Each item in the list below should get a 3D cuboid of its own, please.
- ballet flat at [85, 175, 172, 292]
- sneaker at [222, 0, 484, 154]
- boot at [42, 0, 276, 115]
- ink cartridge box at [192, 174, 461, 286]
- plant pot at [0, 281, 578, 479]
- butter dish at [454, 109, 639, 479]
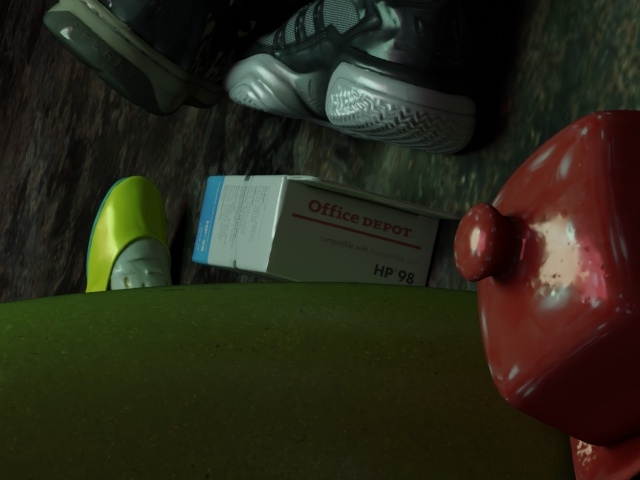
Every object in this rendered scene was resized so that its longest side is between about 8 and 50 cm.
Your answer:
[{"bbox_3d":[-0.160,0.064,1.585,0.077,0.077,0.231,30,109,46],"label":"ballet flat"},{"bbox_3d":[0.029,-0.143,1.191,0.268,0.101,0.153,19,94,63],"label":"sneaker"},{"bbox_3d":[-0.053,-0.240,1.361,0.284,0.138,0.377,-51,2,11],"label":"boot"},{"bbox_3d":[0.000,0.000,1.158,0.180,0.104,0.060,-175,98,-69],"label":"ink cartridge box"},{"bbox_3d":[-0.058,0.130,0.963,0.275,0.293,0.274,-166,90,-69],"label":"plant pot"},{"bbox_3d":[0.115,0.012,0.844,0.160,0.118,0.160,132,147,-51],"label":"butter dish"}]
